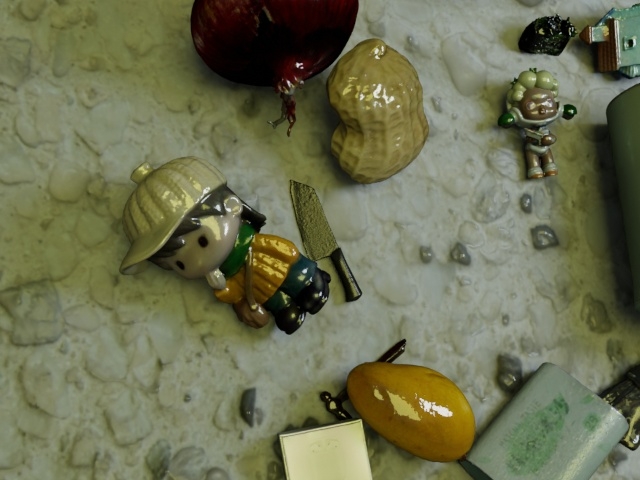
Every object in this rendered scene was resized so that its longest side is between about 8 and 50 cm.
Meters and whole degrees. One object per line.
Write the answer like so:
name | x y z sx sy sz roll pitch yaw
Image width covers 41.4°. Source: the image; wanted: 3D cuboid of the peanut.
peanut | 0.094 -0.213 1.400 0.196 0.110 0.233 -31 128 -30

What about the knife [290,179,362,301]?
knife | 0.000 0.000 1.406 0.060 0.028 0.231 -23 82 -6

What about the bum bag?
bum bag | 0.568 0.267 1.468 0.248 0.069 0.102 -35 52 -18

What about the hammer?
hammer | 0.080 0.223 1.376 0.178 0.021 0.065 -38 89 -22

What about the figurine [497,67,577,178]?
figurine | 0.390 -0.212 1.521 0.147 0.093 0.197 -9 80 -6

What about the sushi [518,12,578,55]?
sushi | 0.423 -0.385 1.575 0.083 0.085 0.056 -5 78 -15

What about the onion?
onion | -0.063 -0.322 1.335 0.272 0.273 0.285 -9 77 -17

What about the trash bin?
trash bin | 0.658 -0.054 1.464 0.280 0.280 0.432 -2 75 -15

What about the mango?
mango | 0.142 0.259 1.329 0.227 0.109 0.147 31 49 -8

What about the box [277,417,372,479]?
box | 0.010 0.349 1.298 0.130 0.051 0.129 -9 82 -9

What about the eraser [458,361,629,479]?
eraser | 0.362 0.331 1.376 0.174 0.081 0.227 39 70 21

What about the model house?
model house | 0.565 -0.380 1.612 0.148 0.119 0.148 -3 101 8

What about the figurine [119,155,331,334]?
figurine | -0.147 0.002 1.302 0.332 0.185 0.205 24 38 -27
